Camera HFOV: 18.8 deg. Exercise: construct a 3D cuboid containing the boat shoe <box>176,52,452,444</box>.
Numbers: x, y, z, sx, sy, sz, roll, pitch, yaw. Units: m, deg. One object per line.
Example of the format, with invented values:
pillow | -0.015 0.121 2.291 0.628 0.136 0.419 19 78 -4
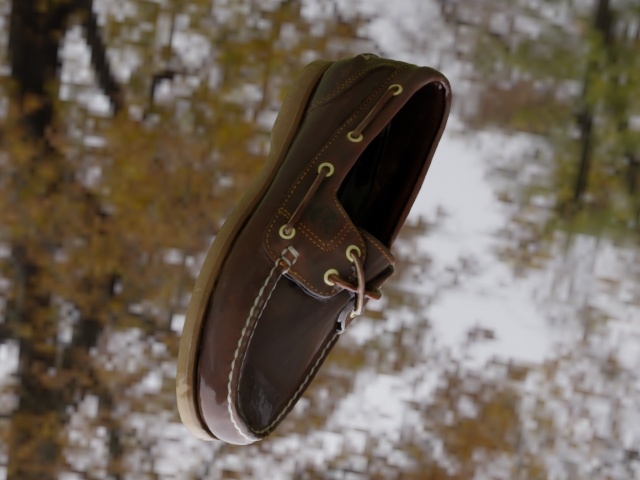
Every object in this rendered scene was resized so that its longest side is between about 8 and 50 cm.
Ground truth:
boat shoe | 0.000 0.000 0.883 0.073 0.207 0.073 7 152 29
